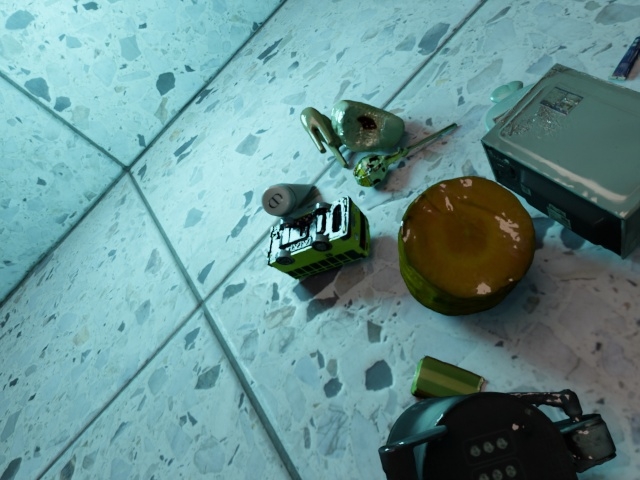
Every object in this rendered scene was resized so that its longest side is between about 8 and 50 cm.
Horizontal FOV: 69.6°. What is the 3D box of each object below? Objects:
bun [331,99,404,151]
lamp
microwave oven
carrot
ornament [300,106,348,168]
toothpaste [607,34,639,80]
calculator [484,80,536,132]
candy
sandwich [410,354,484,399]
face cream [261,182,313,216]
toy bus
[{"bbox_3d":[0.126,-0.316,1.308,0.212,0.203,0.127,33,121,32],"label":"bun"},{"bbox_3d":[0.198,0.328,0.650,0.272,0.373,0.205,-45,55,55],"label":"lamp"},{"bbox_3d":[0.489,-0.146,0.840,0.237,0.181,0.295,-46,50,3],"label":"microwave oven"},{"bbox_3d":[0.267,0.021,0.890,0.241,0.341,0.242,-3,75,12],"label":"carrot"},{"bbox_3d":[0.018,-0.332,1.405,0.061,0.230,0.245,-37,62,19],"label":"ornament"},{"bbox_3d":[0.689,-0.410,1.025,0.037,0.021,0.140,27,79,47],"label":"toothpaste"},{"bbox_3d":[0.489,-0.278,1.074,0.184,0.042,0.295,-29,46,19],"label":"calculator"},{"bbox_3d":[0.230,-0.236,1.245,0.305,0.083,0.091,-26,43,11],"label":"candy"},{"bbox_3d":[0.238,0.274,0.871,0.116,0.074,0.074,18,67,12],"label":"sandwich"},{"bbox_3d":[-0.092,-0.114,1.307,0.143,0.089,0.314,-40,-2,9],"label":"face cream"},{"bbox_3d":[0.000,0.000,1.179,0.262,0.150,0.128,-20,51,34],"label":"toy bus"}]
